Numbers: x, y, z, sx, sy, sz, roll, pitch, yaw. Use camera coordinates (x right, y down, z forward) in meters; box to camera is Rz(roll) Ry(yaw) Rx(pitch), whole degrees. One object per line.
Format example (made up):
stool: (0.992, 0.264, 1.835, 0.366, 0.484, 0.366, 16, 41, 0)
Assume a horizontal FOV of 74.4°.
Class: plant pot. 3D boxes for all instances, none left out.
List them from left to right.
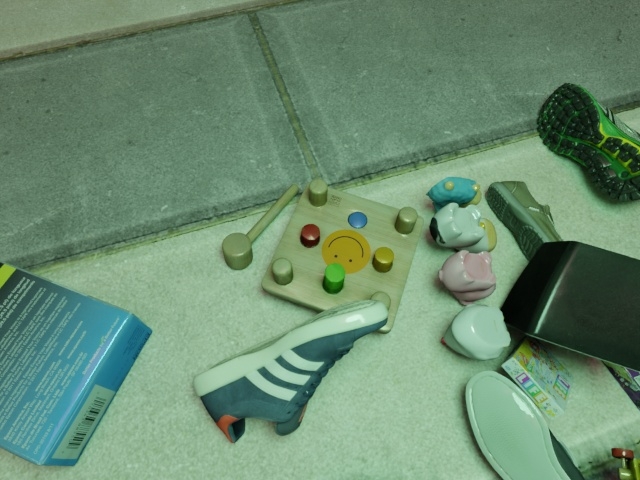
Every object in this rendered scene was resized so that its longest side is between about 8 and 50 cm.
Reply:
plant pot: (0.440, 0.097, 0.715, 0.187, 0.188, 0.167, 18, 90, 9)

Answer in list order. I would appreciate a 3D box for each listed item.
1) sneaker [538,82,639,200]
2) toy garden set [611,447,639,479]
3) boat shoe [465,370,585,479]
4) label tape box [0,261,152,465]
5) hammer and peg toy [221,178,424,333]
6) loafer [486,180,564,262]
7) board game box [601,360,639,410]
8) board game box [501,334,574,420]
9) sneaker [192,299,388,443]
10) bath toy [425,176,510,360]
sneaker: (0.635, -0.223, 0.963, 0.146, 0.134, 0.343, -3, 56, -30)
toy garden set: (0.506, 0.425, 0.594, 0.244, 0.049, 0.203, 24, 58, -20)
boat shoe: (0.339, 0.352, 0.671, 0.114, 0.091, 0.302, -32, 66, 17)
label tape box: (-0.519, 0.194, 0.732, 0.348, 0.115, 0.249, 17, 64, 11)
hammer and peg toy: (0.000, 0.000, 0.823, 0.361, 0.127, 0.266, 19, 64, 9)
loafer: (0.447, -0.033, 0.863, 0.087, 0.094, 0.251, -23, 65, -7)
board game box: (0.714, 0.219, 0.765, 0.347, 0.056, 0.208, -23, 61, -11)
board game box: (0.372, 0.223, 0.715, 0.103, 0.026, 0.154, 50, 30, 20)
sneaker: (-0.031, 0.217, 0.682, 0.350, 0.131, 0.148, -28, 83, 17)
bath toy: (0.273, 0.056, 0.802, 0.151, 0.129, 0.348, 10, 62, -17)
